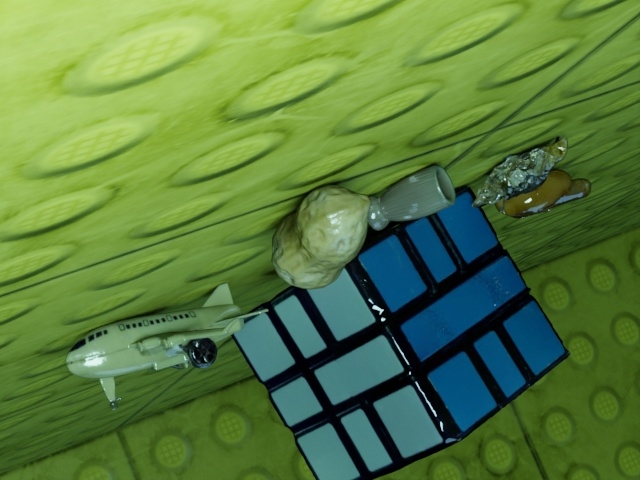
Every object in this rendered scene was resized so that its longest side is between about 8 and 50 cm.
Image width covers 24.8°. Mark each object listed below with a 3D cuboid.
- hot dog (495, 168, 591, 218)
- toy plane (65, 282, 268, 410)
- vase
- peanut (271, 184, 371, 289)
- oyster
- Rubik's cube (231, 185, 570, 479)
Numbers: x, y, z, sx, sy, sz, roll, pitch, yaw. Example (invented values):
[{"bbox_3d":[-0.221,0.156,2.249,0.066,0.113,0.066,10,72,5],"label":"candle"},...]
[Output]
[{"bbox_3d":[0.332,-0.068,2.174,0.140,0.060,0.090,-24,177,-18],"label":"hot dog"},{"bbox_3d":[-0.201,0.128,1.864,0.256,0.104,0.242,-26,-170,-27],"label":"toy plane"},{"bbox_3d":[0.102,-0.048,1.697,0.101,0.053,0.053,-21,173,24],"label":"vase"},{"bbox_3d":[0.000,0.000,1.580,0.099,0.099,0.214,-19,172,-25],"label":"peanut"},{"bbox_3d":[0.267,-0.088,1.899,0.103,0.051,0.148,-26,165,-40],"label":"oyster"},{"bbox_3d":[0.103,0.137,1.964,0.288,0.283,0.293,-30,176,-41],"label":"Rubik's cube"}]
